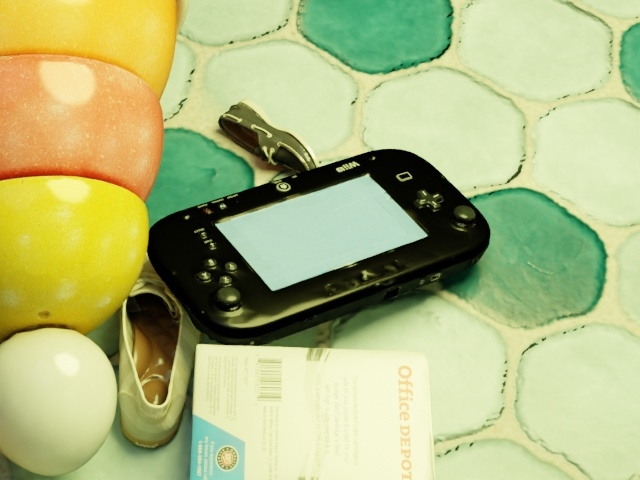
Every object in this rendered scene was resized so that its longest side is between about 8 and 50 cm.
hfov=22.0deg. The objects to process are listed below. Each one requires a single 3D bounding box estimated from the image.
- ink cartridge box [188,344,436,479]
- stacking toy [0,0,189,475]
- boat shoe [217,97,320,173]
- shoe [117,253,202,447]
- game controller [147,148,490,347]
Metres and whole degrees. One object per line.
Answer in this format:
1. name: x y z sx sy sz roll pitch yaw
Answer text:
1. ink cartridge box: -0.009 0.173 1.406 0.203 0.086 0.148 3 53 -3
2. stacking toy: -0.257 -0.031 1.433 0.350 0.350 0.480 -8 66 -10
3. boat shoe: -0.051 -0.097 1.635 0.038 0.046 0.125 -34 59 -26
4. shoe: -0.143 0.080 1.484 0.076 0.058 0.219 2 53 -3
5. game controller: 0.000 0.000 1.526 0.319 0.067 0.166 -19 57 -30
